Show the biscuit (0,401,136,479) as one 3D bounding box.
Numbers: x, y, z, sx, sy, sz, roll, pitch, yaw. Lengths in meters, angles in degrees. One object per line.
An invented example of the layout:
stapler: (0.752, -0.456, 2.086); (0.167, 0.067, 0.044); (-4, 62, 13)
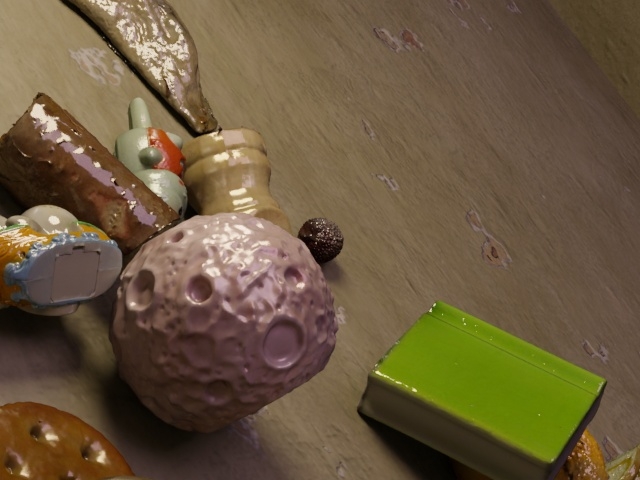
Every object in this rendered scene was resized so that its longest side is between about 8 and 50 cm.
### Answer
biscuit: (-0.265, 0.258, 1.451); (0.220, 0.066, 0.220); (36, 26, -21)

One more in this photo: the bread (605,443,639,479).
bread: (0.484, 0.371, 2.286); (0.157, 0.083, 0.094); (-4, 67, -56)

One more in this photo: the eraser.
eraser: (0.218, 0.205, 1.981); (0.274, 0.092, 0.210); (26, 41, 19)

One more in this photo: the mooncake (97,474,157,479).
mooncake: (-0.168, 0.350, 1.150); (0.378, 0.378, 0.201); (19, 32, -39)

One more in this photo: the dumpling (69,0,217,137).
dumpling: (-0.244, -0.308, 2.225); (0.332, 0.086, 0.166); (49, 31, 0)

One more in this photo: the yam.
yam: (-0.291, -0.065, 1.777); (0.238, 0.129, 0.128); (45, 14, -1)

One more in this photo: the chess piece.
chess piece: (-0.096, 0.003, 1.984); (0.137, 0.137, 0.301); (4, 58, -51)

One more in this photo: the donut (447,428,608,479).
donut: (0.293, 0.326, 2.062); (0.253, 0.118, 0.253); (21, 48, -25)

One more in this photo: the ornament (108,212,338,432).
ornament: (-0.117, 0.086, 1.673); (0.225, 0.259, 0.259); (62, 29, -1)

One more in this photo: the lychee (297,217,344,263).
lychee: (0.000, 0.000, 2.153); (0.083, 0.068, 0.067); (-1, 93, -58)

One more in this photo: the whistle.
whistle: (-0.224, -0.085, 1.926); (0.105, 0.102, 0.253); (20, 39, -35)

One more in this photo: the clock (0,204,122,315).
clock: (-0.323, 0.018, 1.632); (0.144, 0.103, 0.231); (18, 14, 35)
